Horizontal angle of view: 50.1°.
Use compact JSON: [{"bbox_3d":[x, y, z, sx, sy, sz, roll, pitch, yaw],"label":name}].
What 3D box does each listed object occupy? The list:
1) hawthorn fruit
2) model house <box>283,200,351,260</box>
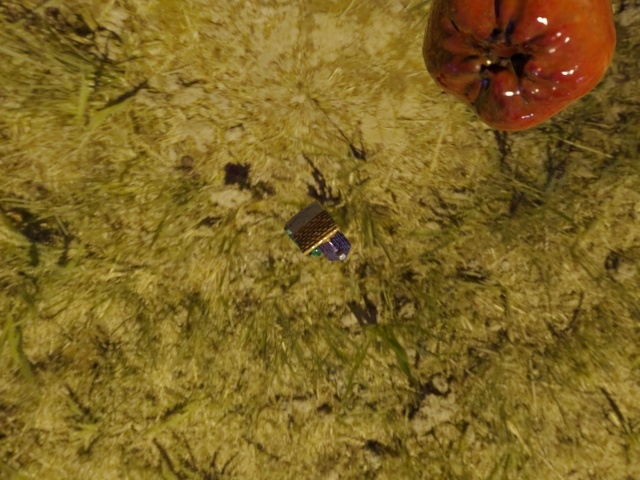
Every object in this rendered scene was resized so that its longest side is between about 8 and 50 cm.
[{"bbox_3d":[0.249,-0.260,0.834,0.224,0.261,0.224,18,129,24],"label":"hawthorn fruit"},{"bbox_3d":[0.000,0.000,1.268,0.087,0.100,0.101,-38,122,2],"label":"model house"}]
